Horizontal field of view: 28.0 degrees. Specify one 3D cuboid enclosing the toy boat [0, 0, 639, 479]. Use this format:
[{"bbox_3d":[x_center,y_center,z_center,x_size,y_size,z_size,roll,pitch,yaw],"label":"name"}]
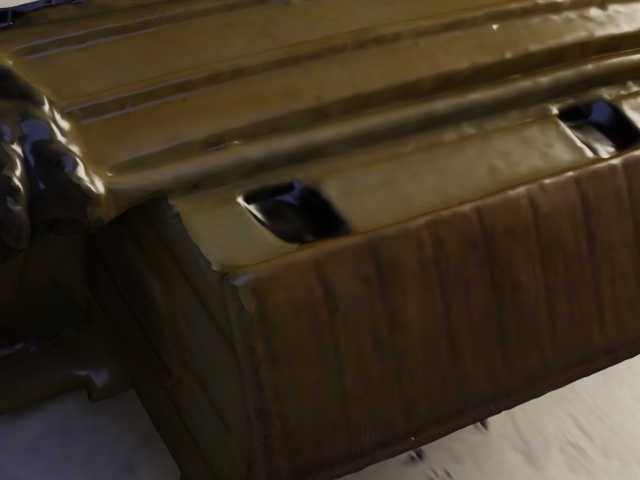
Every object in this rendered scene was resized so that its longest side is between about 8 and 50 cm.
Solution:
[{"bbox_3d":[0.000,0.000,0.399,0.445,0.136,0.162,-14,55,-30],"label":"toy boat"}]
